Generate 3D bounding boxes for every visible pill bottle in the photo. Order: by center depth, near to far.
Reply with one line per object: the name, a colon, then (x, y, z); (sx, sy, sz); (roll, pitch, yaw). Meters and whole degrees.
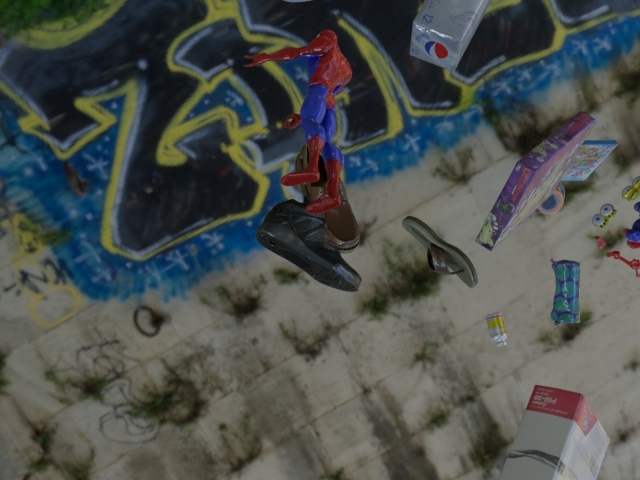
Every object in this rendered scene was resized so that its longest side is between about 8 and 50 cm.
pill bottle: (0.456, 0.231, 2.007); (0.043, 0.083, 0.043); (-12, 167, -3)
pill bottle: (0.726, -0.169, 2.563); (0.130, 0.130, 0.246); (-24, -159, 11)

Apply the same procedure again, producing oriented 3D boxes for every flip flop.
flip flop: (0.324, 0.041, 2.171); (0.080, 0.277, 0.112); (-44, 166, -16)

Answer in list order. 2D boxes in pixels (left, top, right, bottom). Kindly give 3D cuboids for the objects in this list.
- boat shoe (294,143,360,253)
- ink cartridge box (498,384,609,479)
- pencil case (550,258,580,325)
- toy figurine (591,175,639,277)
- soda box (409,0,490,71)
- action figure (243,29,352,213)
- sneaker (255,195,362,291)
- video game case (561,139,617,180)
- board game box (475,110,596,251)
boat shoe: (0.011, -0.110, 1.956); (0.110, 0.307, 0.104); (-19, 151, -19)
ink cartridge box: (0.480, 0.478, 1.618); (0.117, 0.207, 0.283); (6, -124, 42)
pencil case: (0.573, 0.120, 1.825); (0.070, 0.152, 0.064); (5, -173, 34)
toy figurine: (0.791, -0.072, 1.711); (0.362, 0.191, 0.217); (-43, 179, 12)
soda box: (0.256, -0.444, 1.361); (0.286, 0.091, 0.098); (-61, 168, -17)
action figure: (-0.032, -0.164, 1.007); (0.139, 0.091, 0.281); (-10, -128, 27)
sneaker: (0.000, 0.000, 1.464); (0.130, 0.227, 0.087); (-62, -167, -27)
video game case: (0.632, -0.194, 1.906); (0.119, 0.015, 0.166); (-2, 154, -13)
board game box: (0.452, -0.129, 1.619); (0.056, 0.208, 0.346); (32, -140, 21)
